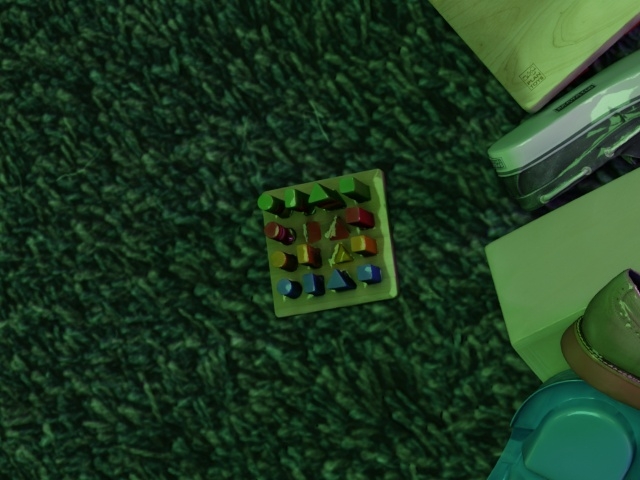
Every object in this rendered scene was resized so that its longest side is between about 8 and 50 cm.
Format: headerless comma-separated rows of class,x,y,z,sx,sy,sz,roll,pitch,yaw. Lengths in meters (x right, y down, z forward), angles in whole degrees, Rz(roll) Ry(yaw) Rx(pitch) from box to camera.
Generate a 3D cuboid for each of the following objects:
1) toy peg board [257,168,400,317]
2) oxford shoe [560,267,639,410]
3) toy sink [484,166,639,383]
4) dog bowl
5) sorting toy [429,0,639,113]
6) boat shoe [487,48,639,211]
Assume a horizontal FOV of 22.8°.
toy peg board,0.000,0.000,1.926,0.161,0.079,0.161,-11,78,20
oxford shoe,0.429,0.132,1.636,0.348,0.123,0.130,19,124,-16
toy sink,0.322,0.042,1.743,0.234,0.131,0.153,-29,43,17
dog bowl,0.263,0.266,1.733,0.166,0.074,0.297,25,114,5
sorting toy,0.270,-0.318,1.865,0.257,0.089,0.255,-42,70,11
boat shoe,0.342,-0.136,1.810,0.301,0.108,0.102,-32,104,1
